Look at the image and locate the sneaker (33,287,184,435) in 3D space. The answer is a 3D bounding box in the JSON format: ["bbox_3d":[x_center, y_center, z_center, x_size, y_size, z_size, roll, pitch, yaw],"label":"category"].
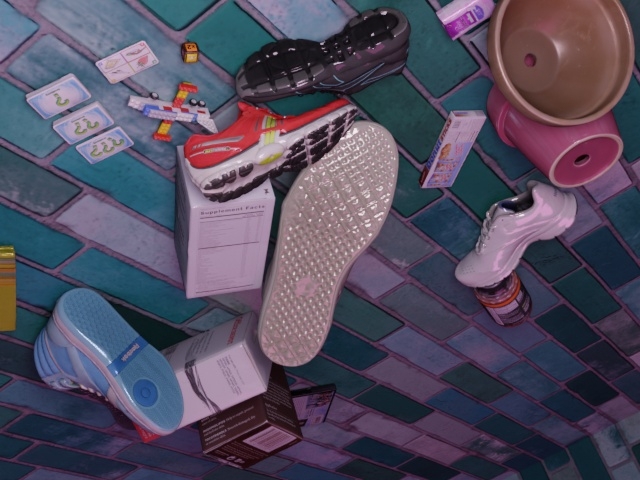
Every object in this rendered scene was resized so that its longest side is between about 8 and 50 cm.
[{"bbox_3d":[-0.404,0.256,1.605,0.208,0.319,0.127,-40,177,38],"label":"sneaker"}]

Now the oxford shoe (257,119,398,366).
[{"bbox_3d":[0.000,0.000,1.447,0.169,0.130,0.449,18,111,-6],"label":"oxford shoe"}]

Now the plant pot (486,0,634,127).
[{"bbox_3d":[0.345,-0.284,1.301,0.237,0.237,0.110,-7,180,-17],"label":"plant pot"}]

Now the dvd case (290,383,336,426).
[{"bbox_3d":[-0.094,0.435,2.183,0.253,0.022,0.180,-6,142,-18],"label":"dvd case"}]

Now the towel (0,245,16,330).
[{"bbox_3d":[-0.582,0.088,1.489,0.102,0.021,0.237,1,141,-18],"label":"towel"}]

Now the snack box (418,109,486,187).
[{"bbox_3d":[0.234,-0.161,1.535,0.064,0.022,0.178,-5,142,-21],"label":"snack box"}]

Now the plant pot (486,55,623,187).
[{"bbox_3d":[0.405,-0.195,1.434,0.201,0.180,0.201,-14,145,-10],"label":"plant pot"}]

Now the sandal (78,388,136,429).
[{"bbox_3d":[-0.434,0.331,1.866,0.097,0.054,0.254,-29,135,2],"label":"sandal"}]

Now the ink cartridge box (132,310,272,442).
[{"bbox_3d":[-0.240,0.268,1.723,0.272,0.197,0.114,-25,102,7],"label":"ink cartridge box"}]

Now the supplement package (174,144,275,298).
[{"bbox_3d":[-0.164,-0.034,1.420,0.139,0.134,0.244,-7,143,-17],"label":"supplement package"}]

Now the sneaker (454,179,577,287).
[{"bbox_3d":[0.374,-0.020,1.746,0.129,0.111,0.297,29,120,-28],"label":"sneaker"}]

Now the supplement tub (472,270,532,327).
[{"bbox_3d":[0.401,0.113,1.913,0.106,0.106,0.198,-28,143,12],"label":"supplement tub"}]

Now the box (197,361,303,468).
[{"bbox_3d":[-0.167,0.367,1.899,0.167,0.203,0.168,-30,143,15],"label":"box"}]

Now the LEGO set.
[{"bbox_3d":[-0.264,-0.191,1.232,0.244,0.060,0.182,-24,149,5],"label":"LEGO set"}]

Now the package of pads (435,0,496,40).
[{"bbox_3d":[0.219,-0.341,1.277,0.083,0.032,0.050,-31,141,16],"label":"package of pads"}]

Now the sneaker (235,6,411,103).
[{"bbox_3d":[0.009,-0.244,1.251,0.267,0.101,0.106,-18,147,-1],"label":"sneaker"}]

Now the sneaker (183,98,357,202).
[{"bbox_3d":[-0.073,-0.163,1.265,0.279,0.118,0.107,-25,161,-21],"label":"sneaker"}]
